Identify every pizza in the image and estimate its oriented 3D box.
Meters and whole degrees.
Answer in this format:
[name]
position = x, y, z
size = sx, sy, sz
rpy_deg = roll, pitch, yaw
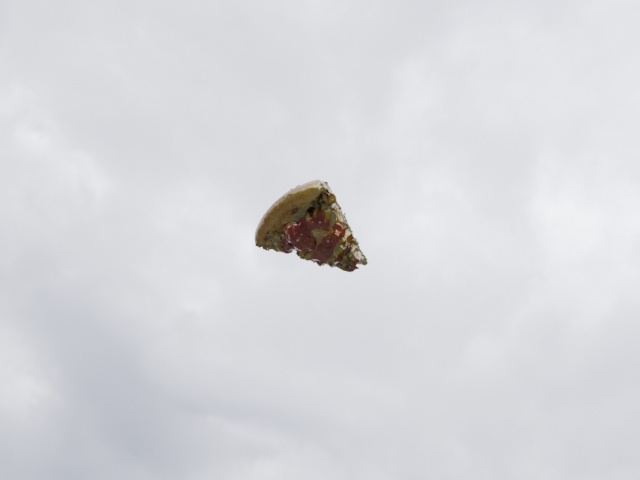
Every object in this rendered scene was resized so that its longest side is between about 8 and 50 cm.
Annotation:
[pizza]
position = 0.000, 0.000, 1.140
size = 0.198, 0.062, 0.188
rpy_deg = 33, -47, -18
